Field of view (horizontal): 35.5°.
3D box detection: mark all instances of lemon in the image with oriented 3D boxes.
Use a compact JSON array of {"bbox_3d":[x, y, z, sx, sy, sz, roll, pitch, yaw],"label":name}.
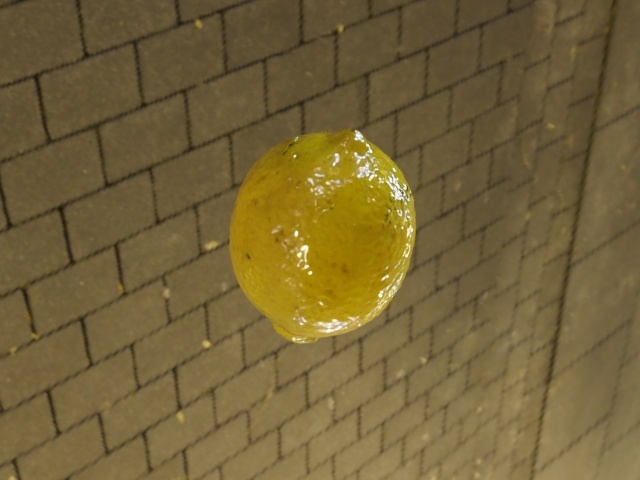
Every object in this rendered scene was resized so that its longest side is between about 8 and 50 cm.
[{"bbox_3d":[0.000,0.000,0.334,0.062,0.062,0.083,-11,128,-42],"label":"lemon"}]
